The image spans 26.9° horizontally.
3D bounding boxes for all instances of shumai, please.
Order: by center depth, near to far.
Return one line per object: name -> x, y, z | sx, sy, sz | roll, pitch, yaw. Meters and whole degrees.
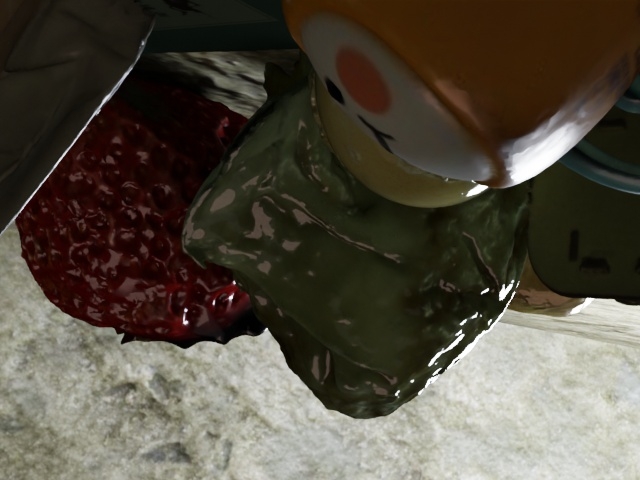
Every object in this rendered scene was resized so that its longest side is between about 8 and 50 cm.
shumai -> 0.000, 0.000, 1.200 | 0.291, 0.330, 0.288 | 21, -171, 32

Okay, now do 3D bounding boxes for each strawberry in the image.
strawberry -> -0.178, -0.056, 1.402 | 0.291, 0.310, 0.292 | -2, -156, 1

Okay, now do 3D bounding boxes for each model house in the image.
model house -> 0.327, -0.045, 1.046 | 0.278, 0.205, 0.218 | 7, 176, -43

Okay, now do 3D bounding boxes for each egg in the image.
egg -> 0.072, -0.107, 0.953 | 0.164, 0.164, 0.201 | 7, 157, 18

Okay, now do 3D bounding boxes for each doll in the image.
doll -> 0.061, -0.151, 0.667 | 0.236, 0.213, 0.213 | 43, -178, 17

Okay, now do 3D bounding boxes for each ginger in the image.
ginger -> 0.252, 0.016, 1.681 | 0.267, 0.138, 0.152 | 16, 166, -7

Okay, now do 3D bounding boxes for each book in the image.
book -> -0.153, -0.198, 1.049 | 0.379, 0.031, 0.264 | 4, 170, 36

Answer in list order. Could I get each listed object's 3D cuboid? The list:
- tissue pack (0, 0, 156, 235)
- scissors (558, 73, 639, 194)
tissue pack -> -0.271, -0.086, 0.822 | 0.238, 0.306, 0.238 | 35, 169, 8
scissors -> 0.087, -0.144, 0.803 | 0.392, 0.180, 0.032 | 20, 151, 6
